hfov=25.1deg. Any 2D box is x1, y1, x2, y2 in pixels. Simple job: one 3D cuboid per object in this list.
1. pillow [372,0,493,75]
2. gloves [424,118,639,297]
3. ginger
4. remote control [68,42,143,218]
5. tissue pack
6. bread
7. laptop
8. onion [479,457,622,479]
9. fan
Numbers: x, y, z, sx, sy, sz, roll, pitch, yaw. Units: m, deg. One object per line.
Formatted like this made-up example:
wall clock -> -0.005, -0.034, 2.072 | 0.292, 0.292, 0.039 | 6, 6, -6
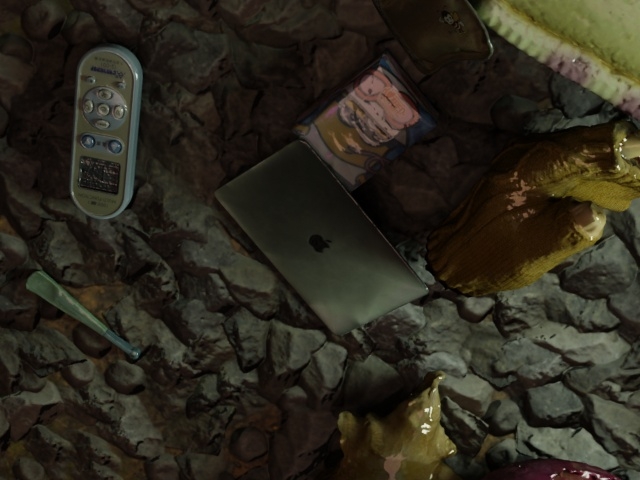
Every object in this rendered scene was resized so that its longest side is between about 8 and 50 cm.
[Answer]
pillow -> 0.131, -0.256, 1.704 | 0.033, 0.217, 0.130 | -39, 105, -17
gloves -> 0.270, -0.049, 1.738 | 0.356, 0.203, 0.155 | -27, 104, 38
ginger -> 0.111, 0.309, 1.984 | 0.219, 0.123, 0.270 | 30, 116, -1
remote control -> -0.284, -0.144, 1.907 | 0.087, 0.047, 0.244 | 11, 115, 3
tissue pack -> 0.057, -0.151, 1.824 | 0.155, 0.065, 0.115 | -36, 103, 24
bread -> 0.354, -0.260, 1.667 | 0.338, 0.155, 0.187 | 29, 124, -5
laptop -> 0.000, 0.000, 1.899 | 0.188, 0.015, 0.269 | -29, 106, 43
onion -> 0.291, 0.468, 1.921 | 0.345, 0.358, 0.358 | 0, 118, 45
fan -> -0.336, 0.108, 2.047 | 0.193, 0.016, 0.038 | 38, 118, -5
